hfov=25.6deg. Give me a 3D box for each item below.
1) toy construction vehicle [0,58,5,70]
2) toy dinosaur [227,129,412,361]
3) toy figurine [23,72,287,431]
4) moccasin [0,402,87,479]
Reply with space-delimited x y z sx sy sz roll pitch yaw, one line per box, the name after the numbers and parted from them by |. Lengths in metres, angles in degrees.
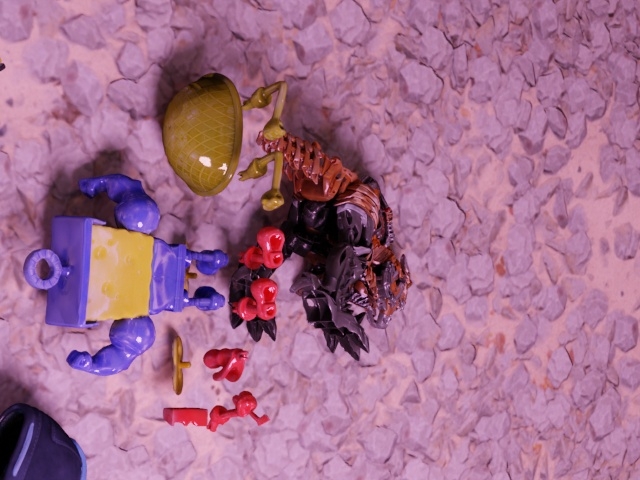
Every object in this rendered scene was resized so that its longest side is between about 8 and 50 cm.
-0.351 -0.173 1.295 0.098 0.035 0.086 -38 127 -27 | toy construction vehicle
0.000 0.000 1.522 0.322 0.164 0.218 44 58 -27 | toy dinosaur
-0.174 0.006 1.358 0.217 0.191 0.363 4 90 -34 | toy figurine
-0.355 0.292 1.279 0.342 0.137 0.117 -59 140 -33 | moccasin
